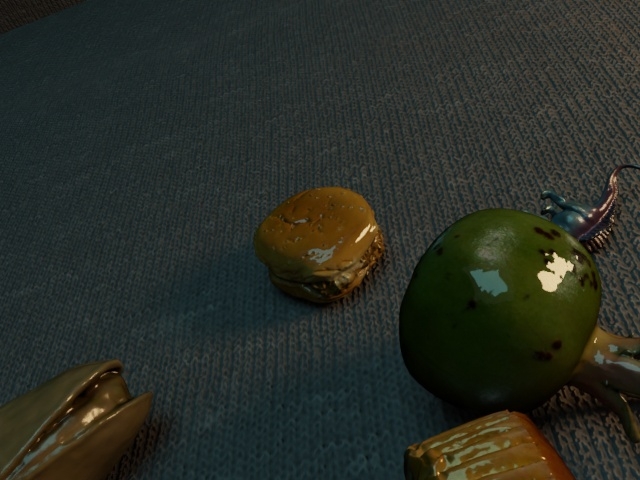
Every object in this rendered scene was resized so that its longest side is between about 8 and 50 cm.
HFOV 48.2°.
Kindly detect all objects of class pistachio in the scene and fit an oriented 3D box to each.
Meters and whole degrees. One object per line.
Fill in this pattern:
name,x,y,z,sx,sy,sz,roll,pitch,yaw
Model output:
pistachio,-0.269,0.207,0.698,0.226,0.136,0.136,-39,40,-17

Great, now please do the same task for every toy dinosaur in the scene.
toy dinosaur,0.258,-0.018,0.742,0.197,0.045,0.080,-41,53,-8

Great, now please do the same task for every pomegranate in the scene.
pomegranate,0.176,0.075,0.591,0.224,0.182,0.181,28,59,21

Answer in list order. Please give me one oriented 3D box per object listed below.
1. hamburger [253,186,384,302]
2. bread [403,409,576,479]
hamburger,0.000,0.000,0.832,0.147,0.083,0.138,21,53,39
bread,0.128,0.205,0.438,0.104,0.199,0.199,-22,38,3
